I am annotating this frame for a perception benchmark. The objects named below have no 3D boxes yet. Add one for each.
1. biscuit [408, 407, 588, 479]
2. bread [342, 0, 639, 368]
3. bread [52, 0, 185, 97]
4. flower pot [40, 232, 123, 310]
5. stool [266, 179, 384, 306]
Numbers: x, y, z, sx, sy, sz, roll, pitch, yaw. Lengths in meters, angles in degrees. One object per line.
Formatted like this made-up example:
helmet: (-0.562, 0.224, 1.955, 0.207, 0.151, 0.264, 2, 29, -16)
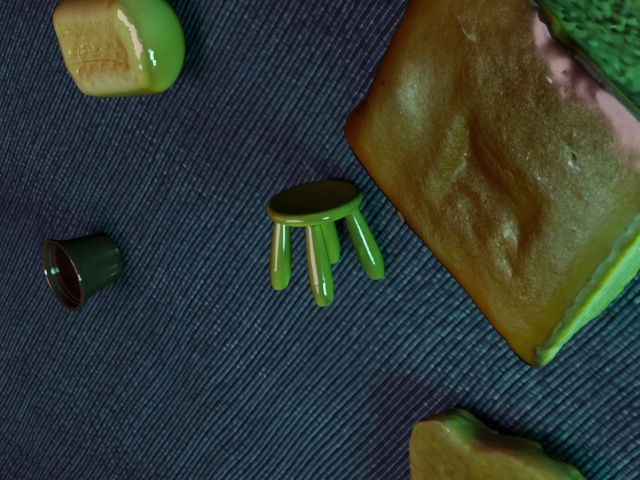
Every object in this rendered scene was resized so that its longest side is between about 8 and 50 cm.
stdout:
biscuit: (0.231, 0.386, 1.814, 0.365, 0.062, 0.385, 23, 127, 48)
bread: (0.193, -0.098, 1.516, 0.323, 0.143, 0.333, 51, 142, 21)
bread: (-0.248, -0.255, 2.055, 0.217, 0.098, 0.147, 10, 118, 53)
flower pot: (-0.338, 0.036, 2.353, 0.111, 0.089, 0.111, 31, 133, 40)
stool: (0.000, 0.000, 1.860, 0.135, 0.134, 0.110, -80, -20, -65)
